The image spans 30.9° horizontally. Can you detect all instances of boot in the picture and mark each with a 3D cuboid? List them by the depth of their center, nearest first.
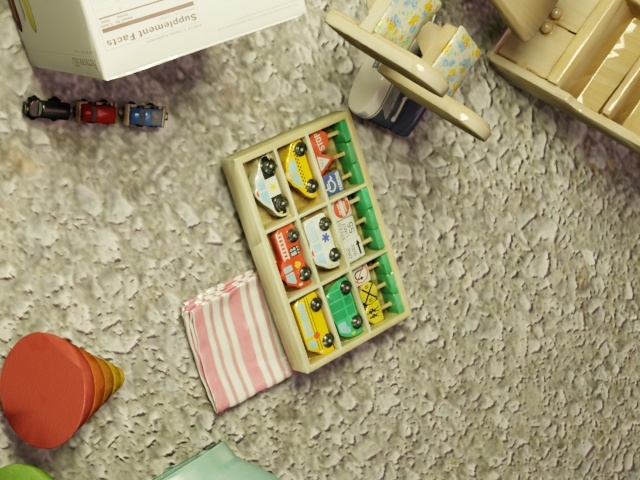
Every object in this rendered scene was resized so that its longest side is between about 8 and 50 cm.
[{"bbox_3d":[0.107,-0.221,1.376,0.086,0.069,0.190,24,96,-37],"label":"boot"}]

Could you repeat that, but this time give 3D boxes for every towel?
[{"bbox_3d":[-0.059,0.102,1.365,0.197,0.029,0.144,-25,112,-23],"label":"towel"}]

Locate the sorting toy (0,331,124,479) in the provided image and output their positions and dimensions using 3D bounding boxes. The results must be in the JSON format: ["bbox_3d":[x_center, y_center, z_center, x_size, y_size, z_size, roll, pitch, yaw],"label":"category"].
[{"bbox_3d":[-0.281,0.273,1.257,0.126,0.127,0.366,-3,106,-58],"label":"sorting toy"}]

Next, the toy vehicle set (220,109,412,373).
[{"bbox_3d":[0.000,0.000,1.350,0.166,0.035,0.267,-28,108,-30],"label":"toy vehicle set"}]

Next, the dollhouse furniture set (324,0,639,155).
[{"bbox_3d":[0.272,-0.258,1.242,0.362,0.256,0.394,-56,149,2],"label":"dollhouse furniture set"}]

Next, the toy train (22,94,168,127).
[{"bbox_3d":[-0.232,-0.135,1.218,0.158,0.036,0.027,0,100,-29],"label":"toy train"}]

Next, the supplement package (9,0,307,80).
[{"bbox_3d":[-0.172,-0.255,1.096,0.204,0.262,0.145,-23,109,-22],"label":"supplement package"}]

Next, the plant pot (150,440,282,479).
[{"bbox_3d":[-0.133,0.342,1.254,0.293,0.293,0.196,-28,85,-21],"label":"plant pot"}]
